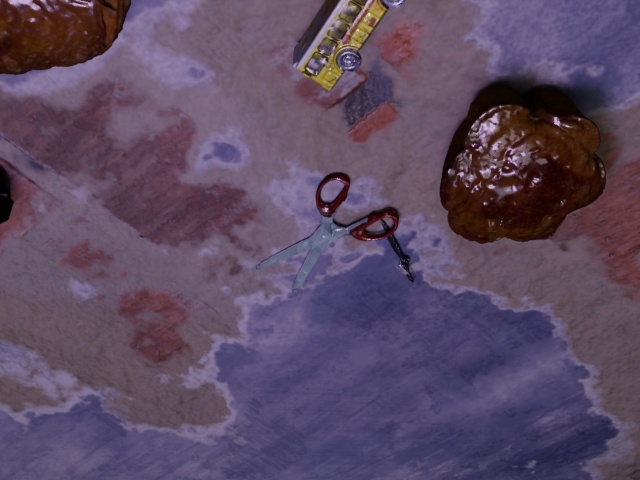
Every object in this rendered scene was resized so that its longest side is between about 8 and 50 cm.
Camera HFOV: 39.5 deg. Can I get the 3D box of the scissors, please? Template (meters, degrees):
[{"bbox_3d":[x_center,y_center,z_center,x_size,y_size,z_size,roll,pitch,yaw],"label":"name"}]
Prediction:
[{"bbox_3d":[0.000,0.000,1.436,0.144,0.017,0.248,35,125,-19],"label":"scissors"}]

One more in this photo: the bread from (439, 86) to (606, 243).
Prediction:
[{"bbox_3d":[0.284,-0.098,1.262,0.232,0.135,0.246,10,130,-7],"label":"bread"}]

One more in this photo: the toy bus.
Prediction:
[{"bbox_3d":[0.050,-0.298,1.134,0.074,0.081,0.226,25,128,-19],"label":"toy bus"}]

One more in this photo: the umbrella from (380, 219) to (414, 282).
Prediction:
[{"bbox_3d":[0.125,0.016,1.444,0.022,0.022,0.149,-39,127,-14],"label":"umbrella"}]

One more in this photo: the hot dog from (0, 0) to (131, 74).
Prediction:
[{"bbox_3d":[-0.429,-0.317,1.088,0.388,0.174,0.267,-6,133,-5],"label":"hot dog"}]

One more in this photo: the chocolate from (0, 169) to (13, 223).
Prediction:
[{"bbox_3d":[-0.534,-0.069,1.364,0.149,0.080,0.125,-5,142,-2],"label":"chocolate"}]
